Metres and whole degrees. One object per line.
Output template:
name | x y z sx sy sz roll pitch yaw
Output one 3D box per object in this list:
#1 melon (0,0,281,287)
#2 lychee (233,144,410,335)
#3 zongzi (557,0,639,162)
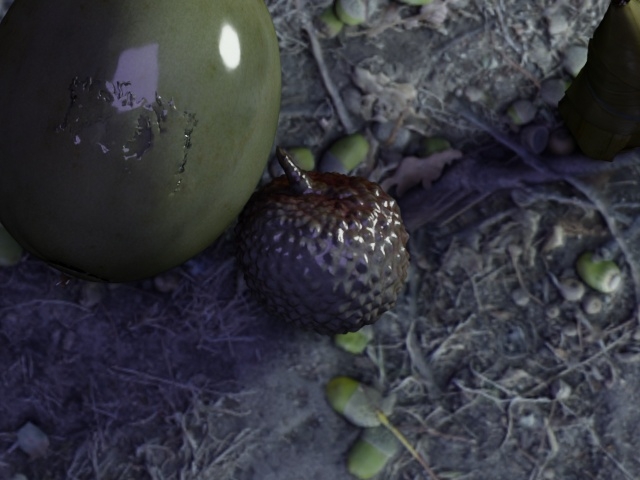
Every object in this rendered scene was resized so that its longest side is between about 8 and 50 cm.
melon | -0.174 -0.113 1.374 0.269 0.268 0.330 23 91 -3
lychee | 0.000 0.000 1.430 0.165 0.165 0.197 -13 119 -7
zongzi | 0.353 -0.192 1.449 0.228 0.256 0.115 -20 61 -9
